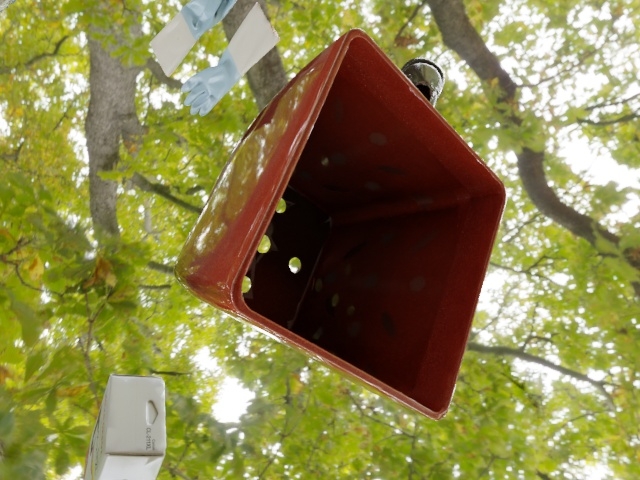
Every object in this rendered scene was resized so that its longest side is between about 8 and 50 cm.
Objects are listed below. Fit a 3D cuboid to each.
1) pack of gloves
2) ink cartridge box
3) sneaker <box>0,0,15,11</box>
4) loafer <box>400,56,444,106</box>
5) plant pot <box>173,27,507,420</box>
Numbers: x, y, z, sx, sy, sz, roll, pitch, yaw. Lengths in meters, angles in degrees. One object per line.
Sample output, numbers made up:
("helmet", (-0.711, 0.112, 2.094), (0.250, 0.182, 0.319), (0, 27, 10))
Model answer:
("pack of gloves", (-0.184, -0.348, 0.958), (0.046, 0.232, 0.195), (-5, -116, -58))
("ink cartridge box", (-0.262, 0.282, 0.712), (0.072, 0.175, 0.127), (12, -151, -24))
("sneaker", (-0.318, -0.268, 0.530), (0.135, 0.058, 0.052), (-23, -100, -1))
("loafer", (0.086, -0.135, 0.718), (0.080, 0.220, 0.078), (25, -150, 0))
("plant pot", (0.000, 0.000, 0.573), (0.267, 0.235, 0.268), (36, -115, -32))
